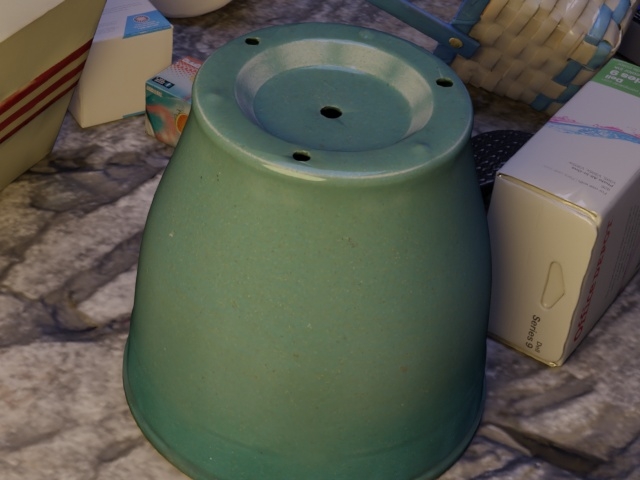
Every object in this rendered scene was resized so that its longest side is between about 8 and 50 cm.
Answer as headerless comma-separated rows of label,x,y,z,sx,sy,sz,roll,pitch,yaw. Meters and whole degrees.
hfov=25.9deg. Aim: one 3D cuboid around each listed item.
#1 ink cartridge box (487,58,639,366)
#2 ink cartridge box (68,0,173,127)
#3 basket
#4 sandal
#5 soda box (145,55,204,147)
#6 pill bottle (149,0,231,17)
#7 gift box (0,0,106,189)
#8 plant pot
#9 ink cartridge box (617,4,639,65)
ink cartridge box,0.210,-0.026,1.099,0.093,0.154,0.212,25,43,21
ink cartridge box,-0.209,-0.186,1.288,0.092,0.090,0.143,-17,44,-26
basket,0.162,-0.270,1.322,0.289,0.201,0.255,37,60,-3
sandal,0.123,-0.043,1.208,0.179,0.040,0.067,-30,44,-17
soda box,-0.067,-0.095,1.221,0.183,0.058,0.063,27,44,25
pill bottle,-0.130,-0.409,1.481,0.204,0.204,0.361,9,40,3
gift box,-0.337,-0.126,1.083,0.255,0.276,0.258,31,40,9
plant pot,0.000,0.000,0.961,0.271,0.255,0.272,4,39,-3
ink cartridge box,0.350,-0.222,1.443,0.097,0.046,0.207,-22,47,-32
